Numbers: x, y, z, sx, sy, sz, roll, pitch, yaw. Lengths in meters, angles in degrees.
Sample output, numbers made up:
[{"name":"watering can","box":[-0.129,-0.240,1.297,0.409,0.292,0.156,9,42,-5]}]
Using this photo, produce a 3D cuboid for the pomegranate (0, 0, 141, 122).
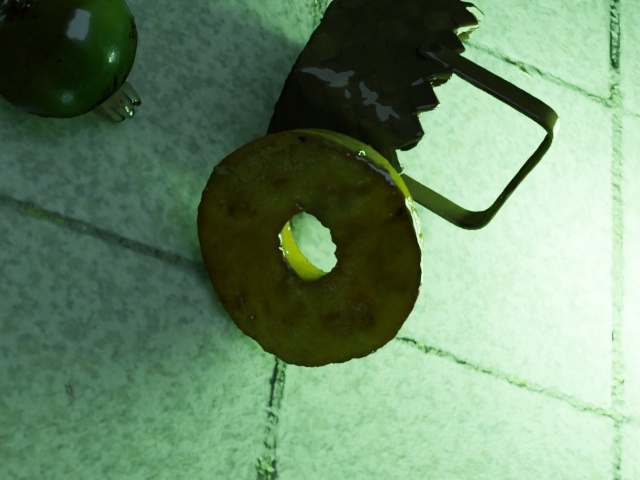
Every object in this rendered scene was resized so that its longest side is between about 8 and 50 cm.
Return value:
[{"name":"pomegranate","box":[-0.280,-0.209,1.775,0.210,0.180,0.180,42,45,-44]}]

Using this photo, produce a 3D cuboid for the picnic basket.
[{"name":"picnic basket","box":[0.108,-0.149,1.917,0.321,0.254,0.291,30,53,-3]}]

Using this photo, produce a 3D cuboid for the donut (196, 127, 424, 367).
[{"name":"donut","box":[-0.001,-0.003,1.783,0.277,0.277,0.108,50,29,0]}]
